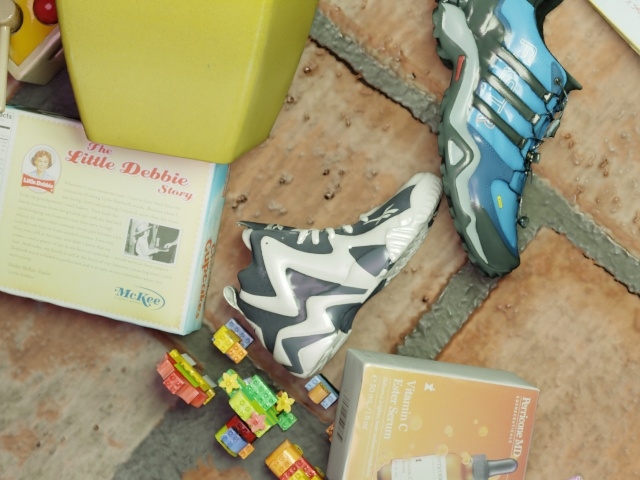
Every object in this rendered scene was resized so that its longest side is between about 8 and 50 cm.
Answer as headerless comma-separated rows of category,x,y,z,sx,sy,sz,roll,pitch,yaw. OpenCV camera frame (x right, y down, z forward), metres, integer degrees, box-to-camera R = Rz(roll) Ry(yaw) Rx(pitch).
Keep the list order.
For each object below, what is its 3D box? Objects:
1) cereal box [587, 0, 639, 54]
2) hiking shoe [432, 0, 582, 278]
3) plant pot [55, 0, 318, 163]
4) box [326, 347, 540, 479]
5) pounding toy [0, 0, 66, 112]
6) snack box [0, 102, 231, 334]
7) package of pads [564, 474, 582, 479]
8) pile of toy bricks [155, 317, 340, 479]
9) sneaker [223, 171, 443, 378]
cereal box,0.382,-0.252,1.384,0.240,0.047,0.173,-43,66,11
hiking shoe,0.178,-0.117,1.416,0.132,0.113,0.304,-4,91,13
plant pot,-0.127,-0.184,1.443,0.212,0.212,0.187,11,106,11
box,0.103,0.181,1.425,0.170,0.091,0.130,8,93,-9
pounding toy,-0.298,-0.218,1.522,0.141,0.100,0.130,-44,82,10
snack box,-0.261,-0.032,1.537,0.322,0.060,0.187,13,98,11
package of pads,0.223,0.264,1.458,0.083,0.032,0.050,-28,83,11
pile of toy bricks,-0.059,0.165,1.478,0.212,0.105,0.118,45,99,7
sneaker,0.000,0.000,1.468,0.153,0.094,0.235,38,99,9
